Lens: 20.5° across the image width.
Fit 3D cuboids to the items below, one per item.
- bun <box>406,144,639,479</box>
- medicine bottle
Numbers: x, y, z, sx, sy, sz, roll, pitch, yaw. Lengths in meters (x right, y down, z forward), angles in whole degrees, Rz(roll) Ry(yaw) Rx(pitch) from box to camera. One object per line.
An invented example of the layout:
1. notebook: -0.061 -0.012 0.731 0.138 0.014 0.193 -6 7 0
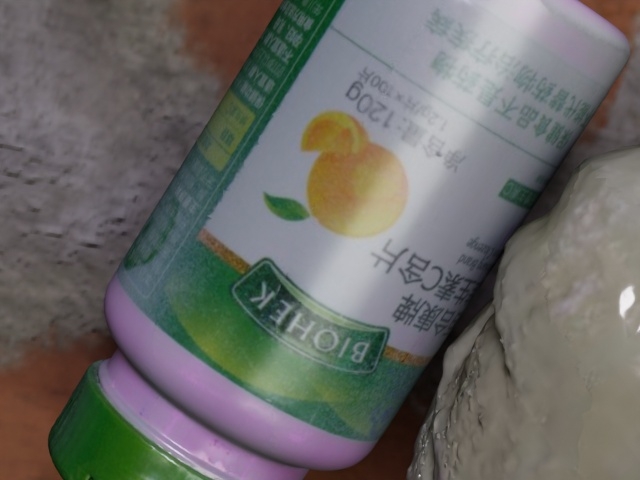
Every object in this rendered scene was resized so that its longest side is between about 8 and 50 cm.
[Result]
1. bun: 0.195 0.062 0.762 0.359 0.211 0.360 -22 149 -14
2. medicine bottle: 0.000 0.000 0.727 0.133 0.133 0.274 27 101 -28
